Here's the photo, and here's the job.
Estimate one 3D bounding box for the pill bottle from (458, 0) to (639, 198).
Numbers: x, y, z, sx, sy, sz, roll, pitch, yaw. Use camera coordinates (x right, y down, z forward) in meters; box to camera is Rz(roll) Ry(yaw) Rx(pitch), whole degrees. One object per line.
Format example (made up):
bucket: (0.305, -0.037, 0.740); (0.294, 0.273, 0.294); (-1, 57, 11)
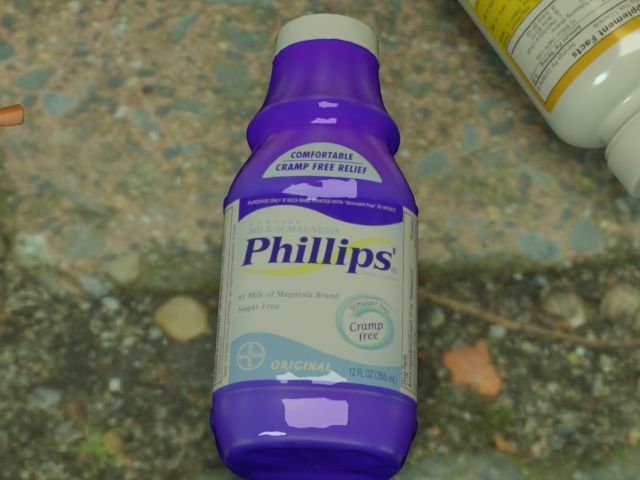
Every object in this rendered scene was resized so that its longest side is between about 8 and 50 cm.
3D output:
pill bottle: (0.173, -0.133, 0.986); (0.118, 0.117, 0.208); (-27, 68, -16)

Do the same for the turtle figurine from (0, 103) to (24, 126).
turtle figurine: (-0.322, -0.071, 0.939); (0.270, 0.087, 0.217); (-25, 60, -6)

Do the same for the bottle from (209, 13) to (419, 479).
bottle: (0.000, 0.000, 0.923); (0.118, 0.092, 0.282); (3, 64, -1)
